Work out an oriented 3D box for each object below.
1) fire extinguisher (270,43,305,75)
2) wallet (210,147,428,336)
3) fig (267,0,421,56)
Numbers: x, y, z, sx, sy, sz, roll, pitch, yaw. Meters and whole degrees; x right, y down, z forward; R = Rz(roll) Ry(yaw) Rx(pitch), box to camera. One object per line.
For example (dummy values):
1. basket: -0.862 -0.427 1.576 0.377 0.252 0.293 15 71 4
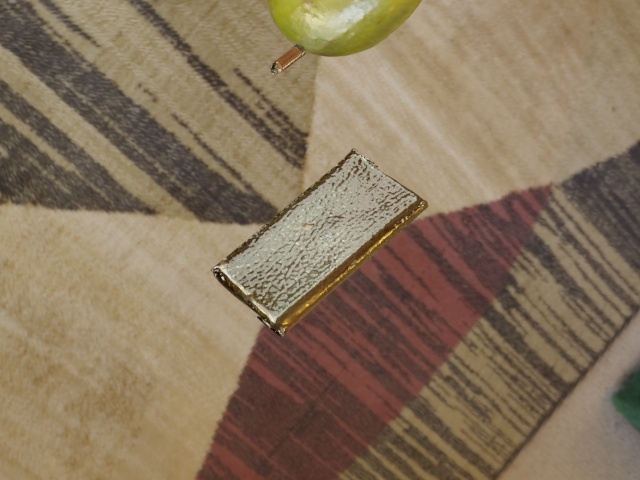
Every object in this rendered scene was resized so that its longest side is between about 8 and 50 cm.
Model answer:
1. fire extinguisher: -0.056 -0.287 1.490 0.083 0.022 0.028 -44 154 -38
2. wallet: 0.000 0.000 1.127 0.243 0.133 0.039 -42 147 -17
3. fig: 0.053 -0.468 1.713 0.258 0.326 0.258 -6 98 -42
